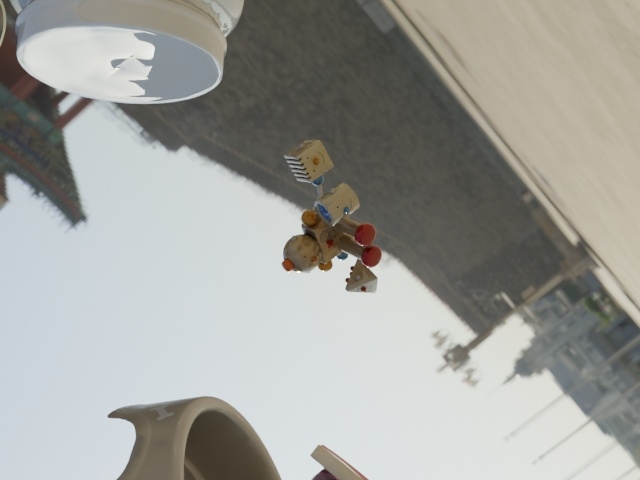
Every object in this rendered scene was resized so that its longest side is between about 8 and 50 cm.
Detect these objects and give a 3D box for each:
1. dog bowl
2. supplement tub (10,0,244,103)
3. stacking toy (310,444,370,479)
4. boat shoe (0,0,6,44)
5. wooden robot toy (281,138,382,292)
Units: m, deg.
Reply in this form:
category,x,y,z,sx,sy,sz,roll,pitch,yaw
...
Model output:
category,x,y,z,sx,sy,sz,roll,pitch,yaw
dog bowl,-0.118,0.328,0.982,0.349,0.102,0.349,-90,-26,-60
supplement tub,-0.117,-0.200,0.567,0.144,0.144,0.200,28,-119,-64
stacking toy,0.075,0.451,1.383,0.309,0.130,0.279,35,171,23
boat shoe,-0.495,-0.100,0.921,0.156,0.500,0.187,26,146,24
wooden robot toy,0.000,0.000,0.824,0.076,0.079,0.173,31,150,47
